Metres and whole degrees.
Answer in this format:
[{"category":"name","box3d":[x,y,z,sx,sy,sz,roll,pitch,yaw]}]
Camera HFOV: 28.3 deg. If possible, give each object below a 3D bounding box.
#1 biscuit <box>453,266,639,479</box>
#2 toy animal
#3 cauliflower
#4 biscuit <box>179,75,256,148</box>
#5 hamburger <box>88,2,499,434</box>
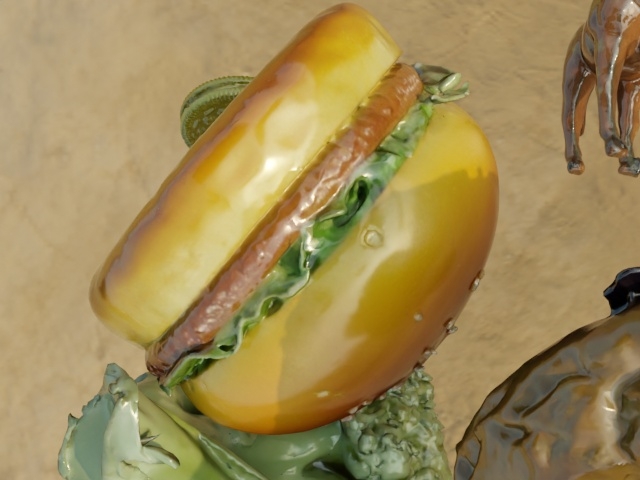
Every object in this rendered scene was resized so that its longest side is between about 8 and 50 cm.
[{"category":"biscuit","box3d":[0.197,0.101,0.497,0.296,0.296,0.075,-27,47,33]},{"category":"toy animal","box3d":[0.226,-0.169,0.875,0.066,0.224,0.229,9,81,-5]},{"category":"cauliflower","box3d":[-0.062,0.179,0.847,0.260,0.281,0.327,-55,31,32]},{"category":"biscuit","box3d":[-0.056,-0.083,0.880,0.084,0.084,0.023,-29,50,32]},{"category":"hamburger","box3d":[0.000,0.000,0.698,0.170,0.246,0.246,43,119,-3]}]
